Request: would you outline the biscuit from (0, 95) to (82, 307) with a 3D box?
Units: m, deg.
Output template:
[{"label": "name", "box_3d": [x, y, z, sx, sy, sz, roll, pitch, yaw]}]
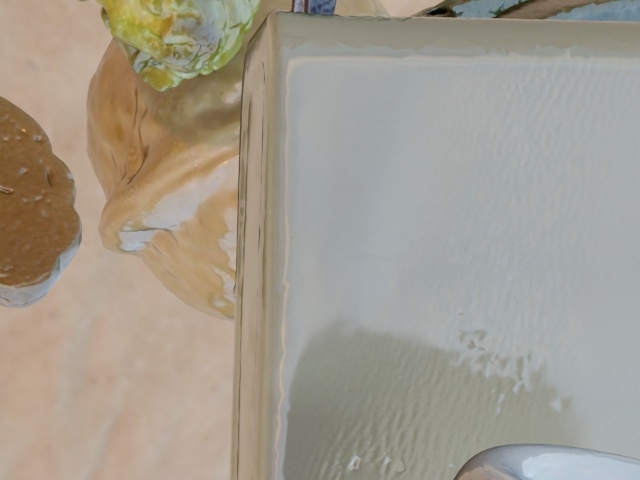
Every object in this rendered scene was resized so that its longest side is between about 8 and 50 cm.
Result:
[{"label": "biscuit", "box_3d": [-0.262, -0.025, 1.272, 0.208, 0.181, 0.049, -7, 145, -21]}]

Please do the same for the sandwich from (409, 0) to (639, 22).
[{"label": "sandwich", "box_3d": [0.138, -0.076, 1.351, 0.109, 0.292, 0.212, 11, -80, 59]}]

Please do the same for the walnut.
[{"label": "walnut", "box_3d": [-0.051, -0.093, 1.886, 0.381, 0.381, 0.381, -51, 172, -10]}]

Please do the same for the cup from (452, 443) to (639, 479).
[{"label": "cup", "box_3d": [0.168, 0.120, 0.439, 0.274, 0.356, 0.259, 17, 96, -46]}]

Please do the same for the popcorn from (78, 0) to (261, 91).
[{"label": "popcorn", "box_3d": [-0.116, -0.214, 1.634, 0.173, 0.142, 0.173, -34, 146, -27]}]

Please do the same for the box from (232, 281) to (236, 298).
[{"label": "box", "box_3d": [0.000, 0.000, 1.477, 0.111, 0.111, 0.177, -46, 169, -39]}]

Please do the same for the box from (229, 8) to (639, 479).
[{"label": "box", "box_3d": [0.128, 0.053, 1.102, 0.177, 0.344, 0.352, 159, -67, -82]}]

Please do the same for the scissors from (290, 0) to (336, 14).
[{"label": "scissors", "box_3d": [0.003, -0.216, 1.216, 0.024, 0.160, 0.317, 13, -84, 56]}]
